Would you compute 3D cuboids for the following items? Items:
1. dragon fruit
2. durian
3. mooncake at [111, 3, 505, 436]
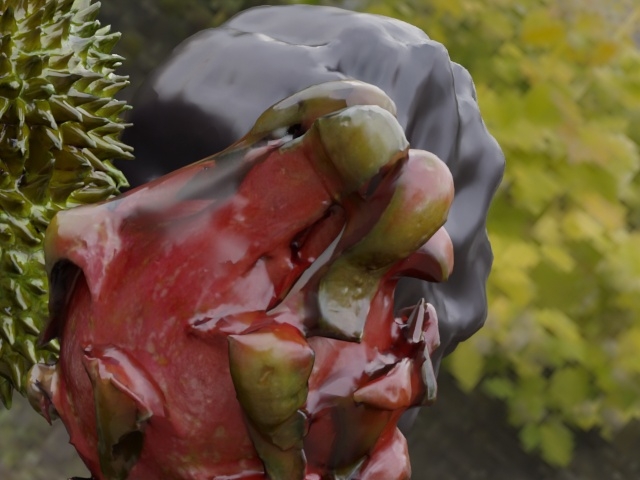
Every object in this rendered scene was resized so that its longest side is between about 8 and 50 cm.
[{"bbox_3d":[-0.019,0.023,0.664,0.150,0.208,0.133,37,46,1],"label":"dragon fruit"},{"bbox_3d":[-0.226,-0.051,1.045,0.291,0.291,0.225,38,24,-7],"label":"durian"},{"bbox_3d":[0.000,0.000,1.173,0.141,0.283,0.283,7,-14,36],"label":"mooncake"}]
